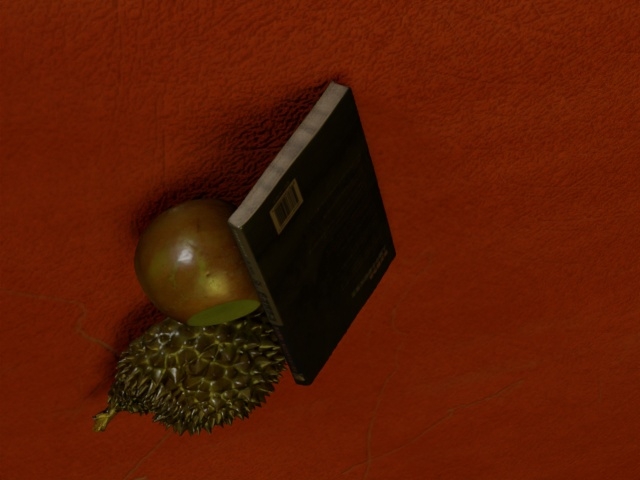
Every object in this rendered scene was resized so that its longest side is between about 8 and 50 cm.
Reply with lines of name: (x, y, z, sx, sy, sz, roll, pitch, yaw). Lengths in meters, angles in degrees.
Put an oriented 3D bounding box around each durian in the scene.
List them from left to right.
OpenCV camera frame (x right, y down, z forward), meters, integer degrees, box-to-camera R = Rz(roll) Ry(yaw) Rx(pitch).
durian: (-0.120, 0.126, 1.269, 0.208, 0.102, 0.146, -27, 145, 8)

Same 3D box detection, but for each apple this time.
apple: (-0.097, 0.018, 1.166, 0.102, 0.099, 0.114, -22, 165, 12)

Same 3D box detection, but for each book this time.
book: (0.000, 0.000, 1.178, 0.160, 0.024, 0.228, -55, 149, -26)
